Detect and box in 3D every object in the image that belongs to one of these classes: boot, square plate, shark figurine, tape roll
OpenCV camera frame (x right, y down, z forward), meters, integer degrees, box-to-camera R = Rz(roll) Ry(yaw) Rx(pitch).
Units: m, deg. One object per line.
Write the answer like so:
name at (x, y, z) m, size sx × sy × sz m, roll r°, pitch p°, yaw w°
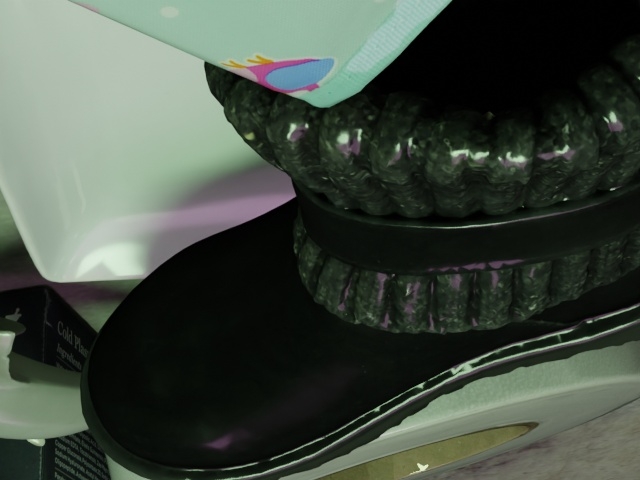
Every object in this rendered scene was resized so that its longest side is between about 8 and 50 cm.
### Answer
boot at (0.000, -0.004, 0.543) m, size 0.348 × 0.131 × 0.260 m, roll -23°, pitch 156°, yaw 13°
square plate at (0.005, -0.077, 0.607) m, size 0.344 × 0.049 × 0.347 m, roll -4°, pitch 154°, yaw -2°
shark figurine at (-0.171, 0.070, 0.755) m, size 0.278 × 0.166 × 0.116 m, roll 6°, pitch 147°, yaw -21°
tape roll at (0.044, 0.128, 0.896) m, size 0.392 × 0.072 × 0.392 m, roll -15°, pitch 163°, yaw -5°

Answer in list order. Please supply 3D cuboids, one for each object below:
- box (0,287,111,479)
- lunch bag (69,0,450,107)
box at (-0.319, 0.228, 0.882) m, size 0.343 × 0.312 × 0.179 m, roll -8°, pitch 154°, yaw 9°
lunch bag at (-0.012, -0.181, 0.276) m, size 0.223 × 0.160 × 0.262 m, roll 21°, pitch 133°, yaw -36°
